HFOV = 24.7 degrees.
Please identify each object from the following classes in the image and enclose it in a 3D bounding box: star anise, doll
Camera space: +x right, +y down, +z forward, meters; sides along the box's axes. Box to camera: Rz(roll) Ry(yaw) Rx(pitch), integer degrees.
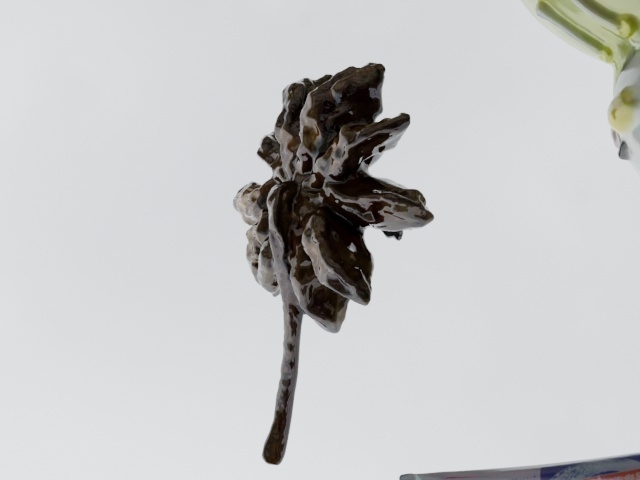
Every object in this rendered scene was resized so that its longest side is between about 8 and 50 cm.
[{"bbox_3d":[0.002,0.003,0.876,0.073,0.177,0.234,3,-111,-33],"label":"star anise"},{"bbox_3d":[0.170,-0.131,0.798,0.117,0.141,0.296,-7,-113,-20],"label":"doll"}]

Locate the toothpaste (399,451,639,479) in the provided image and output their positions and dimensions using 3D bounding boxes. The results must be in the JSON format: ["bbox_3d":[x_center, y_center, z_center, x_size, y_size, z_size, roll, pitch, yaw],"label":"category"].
[{"bbox_3d":[0.106,0.081,0.456,0.170,0.028,0.045,-13,-113,18],"label":"toothpaste"}]
